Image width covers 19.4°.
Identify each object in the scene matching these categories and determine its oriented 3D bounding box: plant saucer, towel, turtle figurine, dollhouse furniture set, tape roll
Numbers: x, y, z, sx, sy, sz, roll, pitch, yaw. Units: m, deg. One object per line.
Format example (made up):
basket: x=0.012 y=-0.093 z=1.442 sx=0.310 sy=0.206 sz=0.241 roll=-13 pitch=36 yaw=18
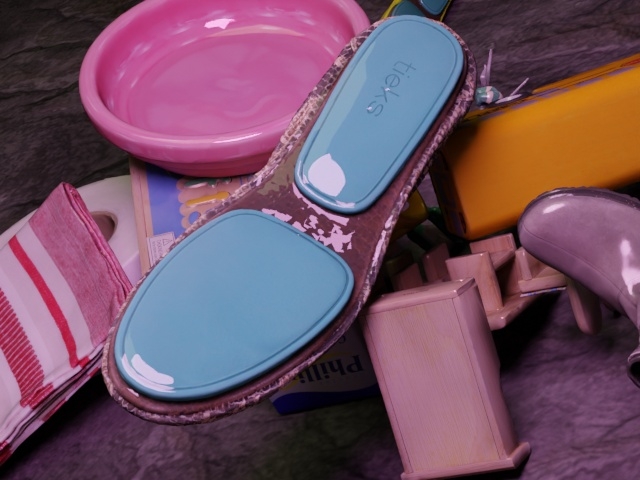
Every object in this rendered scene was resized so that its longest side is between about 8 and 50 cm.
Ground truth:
plant saucer: x=-0.101 y=-0.178 z=2.088 sx=0.332 sy=0.084 sz=0.332 roll=-6 pitch=40 yaw=5
towel: x=-0.343 y=0.115 z=1.992 sx=0.329 sy=0.037 sz=0.237 roll=-44 pitch=45 yaw=8
turtle figurine: x=0.182 y=-0.092 z=1.917 sx=0.118 sy=0.175 sz=0.234 roll=32 pitch=70 yaw=14
dollhouse furniture set: x=0.145 y=0.095 z=1.676 sx=0.212 sy=0.161 sz=0.242 roll=-12 pitch=9 yaw=29
tape roll: x=-0.276 y=0.046 z=2.154 sx=0.286 sy=0.100 sz=0.286 roll=-23 pitch=27 yaw=13

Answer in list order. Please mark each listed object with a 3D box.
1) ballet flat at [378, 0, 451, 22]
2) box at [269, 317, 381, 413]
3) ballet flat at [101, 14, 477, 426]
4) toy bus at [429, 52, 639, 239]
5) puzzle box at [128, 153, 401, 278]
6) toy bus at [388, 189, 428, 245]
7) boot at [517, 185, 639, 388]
ballet flat: x=0.114 y=-0.279 z=2.391 sx=0.077 sy=0.077 sz=0.231 roll=-36 pitch=15 yaw=37
box: x=-0.007 y=0.085 z=1.784 sx=0.126 sy=0.137 sz=0.072 roll=-14 pitch=33 yaw=27
ballet flat: x=-0.016 y=0.007 z=1.621 sx=0.164 sy=0.182 sz=0.483 roll=30 pitch=60 yaw=11
toy bus: x=0.266 y=-0.106 z=1.799 sx=0.333 sy=0.108 sz=0.130 roll=-19 pitch=9 yaw=-9
puzzle box: x=-0.074 y=-0.079 z=2.070 sx=0.272 sy=0.052 sz=0.409 roll=-12 pitch=39 yaw=-2
toy bus: x=0.006 y=-0.006 z=1.838 sx=0.191 sy=0.104 sz=0.202 roll=-26 pitch=-12 yaw=-19
boot: x=0.267 y=0.055 z=1.509 sx=0.246 sy=0.083 sz=0.161 roll=24 pitch=37 yaw=2
